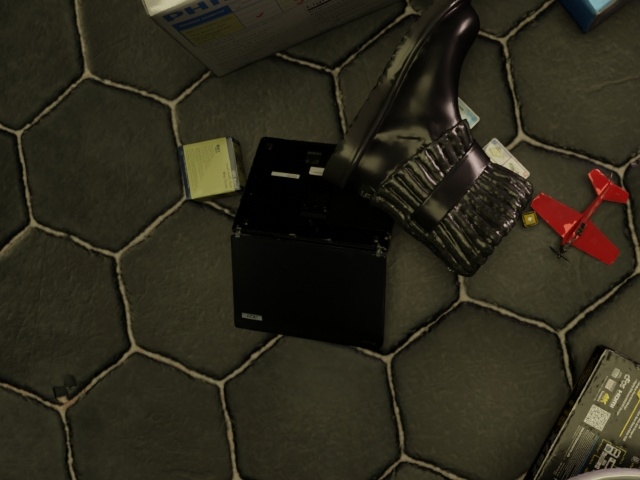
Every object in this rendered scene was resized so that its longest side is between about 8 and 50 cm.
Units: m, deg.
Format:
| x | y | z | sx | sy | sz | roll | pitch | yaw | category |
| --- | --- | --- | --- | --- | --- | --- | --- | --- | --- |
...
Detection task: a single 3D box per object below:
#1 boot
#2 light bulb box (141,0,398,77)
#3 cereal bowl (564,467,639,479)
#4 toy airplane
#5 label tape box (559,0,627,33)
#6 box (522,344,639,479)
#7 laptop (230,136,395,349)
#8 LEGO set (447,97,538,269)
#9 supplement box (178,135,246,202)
| x | y | z | sx | sy | sz | roll | pitch | yaw | category |
| --- | --- | --- | --- | --- | --- | --- | --- | --- | --- |
| 0.192 | -0.149 | 1.298 | 0.260 | 0.131 | 0.348 | 31 | 83 | 5 | boot |
| -0.058 | -0.416 | 1.260 | 0.357 | 0.361 | 0.225 | -22 | 85 | 6 | light bulb box |
| 0.387 | 0.450 | 1.193 | 0.338 | 0.141 | 0.339 | 0 | 88 | 8 | cereal bowl |
| 0.381 | -0.035 | 1.340 | 0.151 | 0.028 | 0.151 | 0 | 88 | -8 | toy airplane |
| 0.440 | -0.502 | 1.322 | 0.347 | 0.115 | 0.249 | -38 | 83 | 3 | label tape box |
| 0.428 | 0.344 | 1.302 | 0.257 | 0.079 | 0.322 | 28 | 91 | 6 | box |
| 0.000 | 0.000 | 1.395 | 0.234 | 0.137 | 0.264 | 8 | 63 | 14 | laptop |
| 0.197 | -0.080 | 1.364 | 0.182 | 0.060 | 0.244 | -44 | 83 | 8 | LEGO set |
| -0.160 | -0.105 | 1.412 | 0.083 | 0.056 | 0.083 | -11 | 86 | 7 | supplement box |
